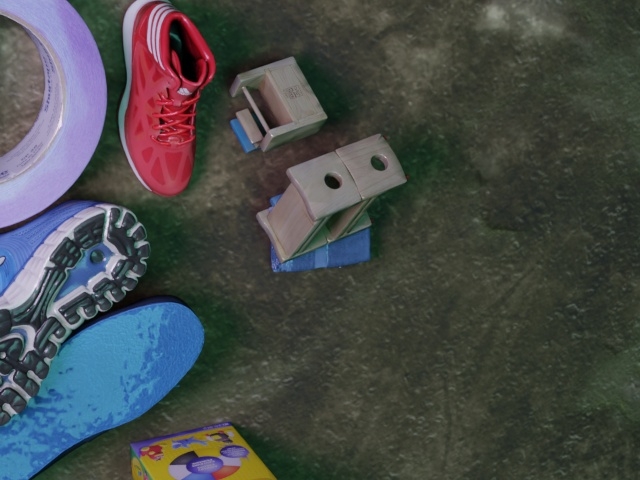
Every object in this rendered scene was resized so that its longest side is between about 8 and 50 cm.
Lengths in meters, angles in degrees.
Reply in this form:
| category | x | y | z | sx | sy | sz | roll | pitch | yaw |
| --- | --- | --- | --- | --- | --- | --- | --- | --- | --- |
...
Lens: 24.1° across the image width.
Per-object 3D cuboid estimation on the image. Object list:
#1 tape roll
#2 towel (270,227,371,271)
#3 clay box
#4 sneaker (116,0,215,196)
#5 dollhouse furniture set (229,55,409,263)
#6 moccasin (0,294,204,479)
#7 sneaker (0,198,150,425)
| category | x | y | z | sx | sy | sz | roll | pitch | yaw |
| --- | --- | --- | --- | --- | --- | --- | --- | --- | --- |
| tape roll | -0.361 | -0.151 | 1.526 | 0.275 | 0.090 | 0.274 | -7 | 108 | -22 |
| towel | 0.000 | 0.000 | 1.760 | 0.119 | 0.029 | 0.067 | -6 | 107 | -21 |
| clay box | -0.123 | 0.279 | 1.684 | 0.127 | 0.222 | 0.053 | -10 | 109 | -21 |
| sneaker | -0.162 | -0.142 | 1.591 | 0.087 | 0.128 | 0.221 | -14 | 111 | -19 |
| dollhouse furniture set | -0.015 | -0.098 | 1.692 | 0.129 | 0.129 | 0.183 | -22 | 76 | -27 |
| moccasin | -0.290 | 0.160 | 1.641 | 0.342 | 0.117 | 0.137 | -31 | 107 | -7 |
| sneaker | -0.330 | 0.079 | 1.574 | 0.330 | 0.147 | 0.129 | -41 | 120 | -13 |
